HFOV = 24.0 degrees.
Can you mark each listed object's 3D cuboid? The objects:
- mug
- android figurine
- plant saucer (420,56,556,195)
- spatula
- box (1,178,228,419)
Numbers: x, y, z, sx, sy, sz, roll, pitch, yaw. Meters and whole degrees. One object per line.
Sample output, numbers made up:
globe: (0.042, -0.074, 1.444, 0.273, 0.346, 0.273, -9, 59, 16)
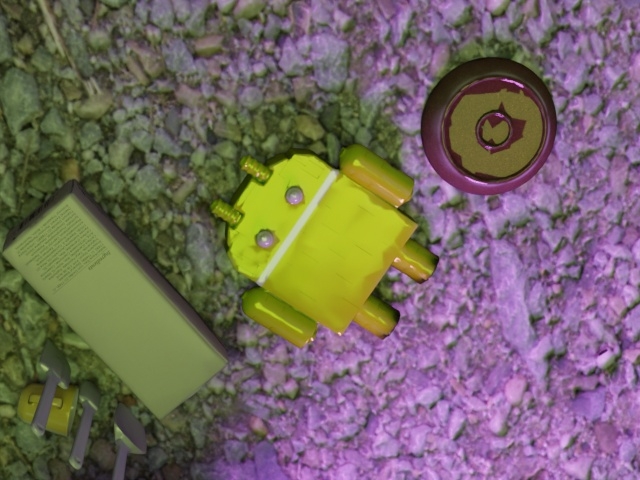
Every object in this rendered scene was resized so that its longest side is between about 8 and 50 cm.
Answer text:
mug: (-0.324, 0.192, 1.786, 0.064, 0.062, 0.078, 12, 132, -2)
android figurine: (0.000, 0.000, 1.792, 0.273, 0.056, 0.248, 34, 97, -16)
plant saucer: (0.205, -0.134, 1.802, 0.168, 0.029, 0.168, -2, 104, -7)
spatula: (-0.261, 0.208, 1.706, 0.019, 0.242, 0.168, -38, 106, 7)
box: (-0.237, 0.068, 1.752, 0.113, 0.094, 0.275, -39, 106, 3)
